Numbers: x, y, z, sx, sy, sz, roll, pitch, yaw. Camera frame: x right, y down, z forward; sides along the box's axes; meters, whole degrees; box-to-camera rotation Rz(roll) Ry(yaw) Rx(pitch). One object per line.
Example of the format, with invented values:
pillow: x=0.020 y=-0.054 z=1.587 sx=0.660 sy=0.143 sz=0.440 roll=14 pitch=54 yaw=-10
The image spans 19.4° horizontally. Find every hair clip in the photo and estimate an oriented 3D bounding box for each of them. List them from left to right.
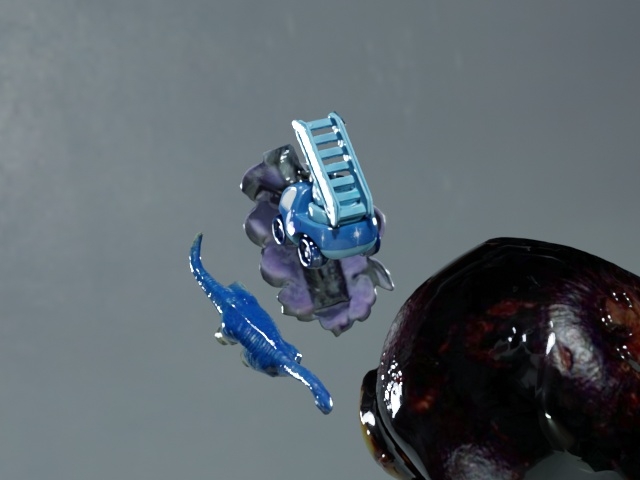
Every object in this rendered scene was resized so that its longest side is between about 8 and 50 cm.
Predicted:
hair clip: x=0.000 y=0.001 z=1.707 sx=0.124 sy=0.195 sz=0.052 roll=-18 pitch=24 yaw=5

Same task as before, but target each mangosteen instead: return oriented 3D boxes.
mangosteen: x=0.157 y=0.131 z=1.421 sx=0.288 sy=0.233 sz=0.287 roll=8 pitch=-13 yaw=2

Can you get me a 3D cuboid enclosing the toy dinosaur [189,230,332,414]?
toy dinosaur: x=-0.073 y=0.095 z=2.125 sx=0.075 sy=0.247 sz=0.188 roll=-34 pitch=2 yaw=-11

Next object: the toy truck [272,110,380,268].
toy truck: x=0.005 y=-0.033 z=1.193 sx=0.056 sy=0.090 sz=0.073 roll=-13 pitch=29 yaw=-25
